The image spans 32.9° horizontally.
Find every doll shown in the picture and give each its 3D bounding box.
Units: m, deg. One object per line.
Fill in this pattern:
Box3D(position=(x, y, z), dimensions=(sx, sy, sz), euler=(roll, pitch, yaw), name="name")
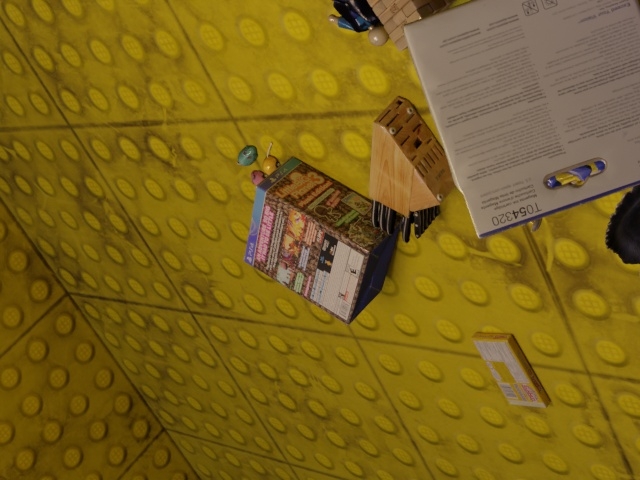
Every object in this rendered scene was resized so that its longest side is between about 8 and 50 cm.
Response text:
Box3D(position=(0.052, -0.418, 1.914), dimensions=(0.189, 0.046, 0.129), euler=(44, 140, -16), name="doll")

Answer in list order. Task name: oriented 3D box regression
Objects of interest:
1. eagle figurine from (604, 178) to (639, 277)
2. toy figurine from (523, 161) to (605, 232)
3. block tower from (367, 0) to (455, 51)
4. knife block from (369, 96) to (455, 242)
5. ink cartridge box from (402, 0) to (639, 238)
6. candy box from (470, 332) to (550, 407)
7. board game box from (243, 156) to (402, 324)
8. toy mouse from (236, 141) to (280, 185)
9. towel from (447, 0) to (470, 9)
Box3D(position=(0.543, -0.053, 1.681), dimensions=(0.298, 0.225, 0.226), euler=(39, -168, -23), name="eagle figurine")
Box3D(position=(0.386, -0.152, 1.739), dimensions=(0.217, 0.362, 0.191), euler=(-21, 75, 19), name="toy figurine")
Box3D(position=(0.085, -0.472, 1.710), dimensions=(0.335, 0.091, 0.097), euler=(57, 148, 0), name="block tower")
Box3D(position=(0.143, -0.126, 2.129), dimensions=(0.242, 0.088, 0.275), euler=(-14, 119, 53), name="knife block")
Box3D(position=(0.322, -0.207, 1.556), dimensions=(0.071, 0.324, 0.330), euler=(-17, -92, -85), name="ink cartridge box")
Box3D(position=(0.419, 0.286, 2.388), dimensions=(0.105, 0.027, 0.206), euler=(-4, 126, 47), name="candy box")
Box3D(position=(0.000, 0.000, 2.352), dimensions=(0.291, 0.141, 0.232), euler=(31, 136, 17), name="board game box")
Box3D(position=(-0.148, -0.160, 2.458), dimensions=(0.143, 0.031, 0.161), euler=(14, 139, 37), name="toy mouse")
Box3D(position=(0.270, -0.379, 1.680), dimensions=(0.237, 0.021, 0.102), euler=(1, 129, 47), name="towel")
